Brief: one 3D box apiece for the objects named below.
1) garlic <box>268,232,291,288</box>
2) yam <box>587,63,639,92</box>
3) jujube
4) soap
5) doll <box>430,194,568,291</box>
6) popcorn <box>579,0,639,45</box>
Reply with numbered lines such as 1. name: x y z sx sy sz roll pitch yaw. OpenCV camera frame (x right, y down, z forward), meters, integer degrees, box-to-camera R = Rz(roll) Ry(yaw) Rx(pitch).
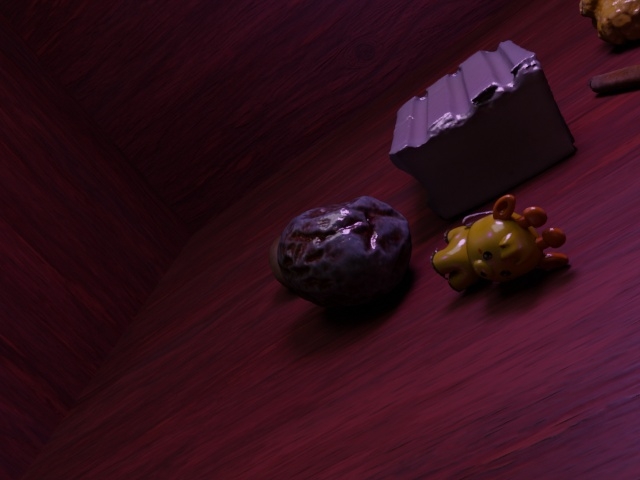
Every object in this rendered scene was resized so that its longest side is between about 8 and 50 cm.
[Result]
1. garlic: 0.008 -0.004 1.550 0.338 0.151 0.196 -35 4 9
2. yam: 0.650 -0.336 1.196 0.046 0.046 0.264 -42 16 -12
3. jujube: 0.050 0.029 1.221 0.247 0.215 0.308 -19 6 -20
4. soap: 0.354 -0.269 1.364 0.350 0.213 0.435 -35 16 21
5. doll: 0.282 0.009 0.934 0.135 0.143 0.221 -48 7 -33
6. popcorn: 0.733 -0.586 1.420 0.226 0.203 0.200 -58 7 -2
